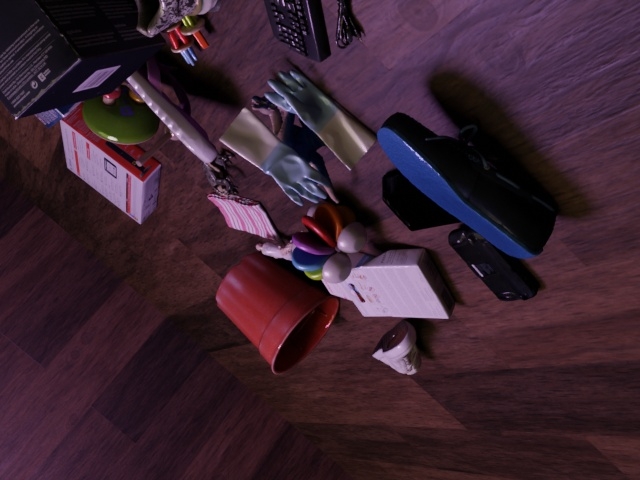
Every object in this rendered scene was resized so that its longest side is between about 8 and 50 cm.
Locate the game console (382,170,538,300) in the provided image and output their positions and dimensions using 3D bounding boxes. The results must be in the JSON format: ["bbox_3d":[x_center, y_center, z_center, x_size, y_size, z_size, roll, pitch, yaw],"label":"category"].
[{"bbox_3d":[0.277,-0.007,1.579,0.361,0.044,0.213,46,157,-17],"label":"game console"}]

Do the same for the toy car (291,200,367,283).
[{"bbox_3d":[0.000,0.000,1.791,0.159,0.182,0.136,35,-166,37],"label":"toy car"}]

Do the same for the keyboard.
[{"bbox_3d":[-0.031,-0.411,1.299,0.202,0.033,0.317,25,154,26],"label":"keyboard"}]

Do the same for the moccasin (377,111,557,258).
[{"bbox_3d":[0.247,-0.107,1.357,0.342,0.116,0.138,39,169,-13],"label":"moccasin"}]

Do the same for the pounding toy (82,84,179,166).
[{"bbox_3d":[-0.443,-0.312,1.909,0.237,0.183,0.110,38,138,10],"label":"pounding toy"}]

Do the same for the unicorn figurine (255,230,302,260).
[{"bbox_3d":[-0.098,0.025,2.124,0.162,0.060,0.111,-7,164,22],"label":"unicorn figurine"}]

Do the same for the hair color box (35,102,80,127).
[{"bbox_3d":[-0.613,-0.375,1.944,0.105,0.174,0.347,46,166,-20],"label":"hair color box"}]

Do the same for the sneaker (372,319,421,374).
[{"bbox_3d":[0.227,0.287,2.120,0.123,0.106,0.290,33,167,1],"label":"sneaker"}]

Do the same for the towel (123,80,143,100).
[{"bbox_3d":[-0.431,-0.352,1.829,0.060,0.009,0.083,50,-179,26],"label":"towel"}]

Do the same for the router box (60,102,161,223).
[{"bbox_3d":[-0.623,-0.222,2.413,0.301,0.082,0.335,38,156,1],"label":"router box"}]

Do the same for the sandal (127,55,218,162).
[{"bbox_3d":[-0.341,-0.334,1.791,0.416,0.102,0.169,49,179,17],"label":"sandal"}]

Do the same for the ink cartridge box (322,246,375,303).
[{"bbox_3d":[0.070,0.083,1.971,0.143,0.090,0.092,16,148,41],"label":"ink cartridge box"}]

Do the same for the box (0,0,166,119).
[{"bbox_3d":[-0.502,-0.419,1.475,0.179,0.343,0.312,-34,96,22],"label":"box"}]

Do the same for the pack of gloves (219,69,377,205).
[{"bbox_3d":[-0.042,-0.191,1.511,0.232,0.195,0.046,40,-176,-3],"label":"pack of gloves"}]

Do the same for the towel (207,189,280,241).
[{"bbox_3d":[-0.205,-0.064,2.173,0.197,0.029,0.144,16,149,40],"label":"towel"}]

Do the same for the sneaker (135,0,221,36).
[{"bbox_3d":[-0.304,-0.506,1.321,0.158,0.182,0.410,20,150,36],"label":"sneaker"}]

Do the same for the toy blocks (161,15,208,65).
[{"bbox_3d":[-0.264,-0.409,1.601,0.123,0.054,0.148,17,149,40],"label":"toy blocks"}]

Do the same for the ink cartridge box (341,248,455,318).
[{"bbox_3d":[0.166,0.101,1.848,0.232,0.066,0.189,1,139,38],"label":"ink cartridge box"}]

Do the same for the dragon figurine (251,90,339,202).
[{"bbox_3d":[-0.026,-0.186,1.625,0.289,0.144,0.085,30,162,-34],"label":"dragon figurine"}]

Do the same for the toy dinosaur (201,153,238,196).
[{"bbox_3d":[-0.257,-0.179,2.005,0.118,0.064,0.268,27,152,39],"label":"toy dinosaur"}]

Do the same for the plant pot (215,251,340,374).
[{"bbox_3d":[-0.134,0.186,2.266,0.265,0.272,0.272,38,158,21],"label":"plant pot"}]
